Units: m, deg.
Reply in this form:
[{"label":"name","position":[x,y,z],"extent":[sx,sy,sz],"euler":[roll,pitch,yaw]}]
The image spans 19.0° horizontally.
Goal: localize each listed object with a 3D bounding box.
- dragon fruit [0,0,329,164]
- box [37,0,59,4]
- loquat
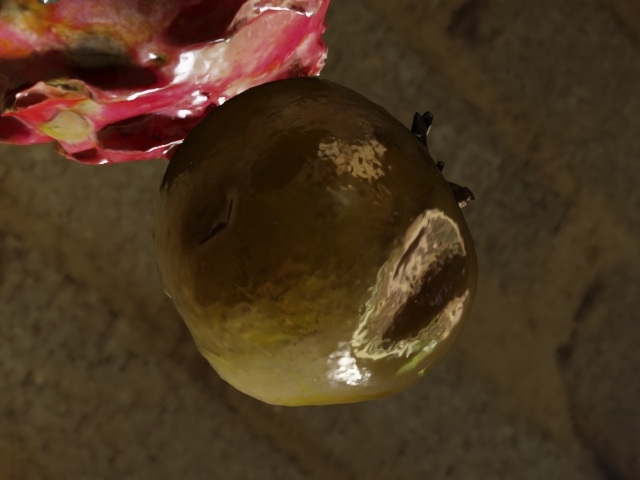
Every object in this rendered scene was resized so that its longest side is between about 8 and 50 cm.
[{"label":"dragon fruit","position":[-0.128,-0.193,1.384],"extent":[0.371,0.386,0.249],"euler":[-13,113,3]},{"label":"box","position":[-0.108,-0.286,1.022],"extent":[0.143,0.273,0.184],"euler":[35,148,17]},{"label":"loquat","position":[0.003,0.005,1.183],"extent":[0.213,0.213,0.213],"euler":[26,157,12]}]
